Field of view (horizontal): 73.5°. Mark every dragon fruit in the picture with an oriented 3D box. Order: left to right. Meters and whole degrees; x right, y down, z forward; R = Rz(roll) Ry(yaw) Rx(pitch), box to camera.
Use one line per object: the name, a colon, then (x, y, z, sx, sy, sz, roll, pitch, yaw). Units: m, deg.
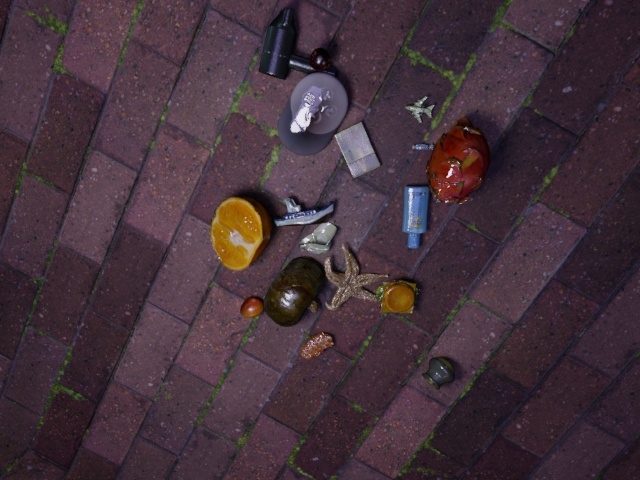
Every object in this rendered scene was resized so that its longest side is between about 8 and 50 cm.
dragon fruit: (0.515, -0.289, 1.599, 0.250, 0.315, 0.250, 10, 148, 7)

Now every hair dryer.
hair dryer: (-0.063, -0.724, 1.636, 0.303, 0.116, 0.244, 15, 107, -9)

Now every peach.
peach: (-0.312, 0.304, 1.935, 0.101, 0.100, 0.100, 2, 105, 7)

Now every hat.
hat: (0.001, -0.006, 1.835, 0.122, 0.081, 0.166, 39, 92, 36)

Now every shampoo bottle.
shampoo bottle: (0.389, -0.095, 1.757, 0.104, 0.061, 0.258, 2, 106, 8)

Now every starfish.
starfish: (0.148, 0.174, 1.863, 0.303, 0.060, 0.299, 13, 100, -10)

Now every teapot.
teapot: (0.526, 0.597, 1.895, 0.119, 0.130, 0.165, -40, 130, -14)

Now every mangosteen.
mangosteen: (0.001, -0.666, 1.580, 0.081, 0.081, 0.080, 2, 105, 7)

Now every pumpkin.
pumpkin: (-0.109, 0.251, 1.833, 0.242, 0.232, 0.325, 29, 110, -4)

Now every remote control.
remote control: (-0.031, -0.487, 1.672, 0.221, 0.103, 0.332, 27, 114, -14)

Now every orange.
orange: (-0.326, -0.040, 1.769, 0.274, 0.274, 0.310, 11, 149, 4)

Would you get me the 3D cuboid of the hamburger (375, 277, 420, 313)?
hamburger: (0.326, 0.233, 1.830, 0.190, 0.093, 0.164, 13, 104, -10)

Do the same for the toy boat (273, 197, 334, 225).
toy boat: (-0.072, -0.124, 1.782, 0.262, 0.114, 0.115, -3, 100, 8)

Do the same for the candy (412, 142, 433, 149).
candy: (0.406, -0.373, 1.701, 0.083, 0.020, 0.030, 6, 105, 8)

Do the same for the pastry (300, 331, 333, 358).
pastry: (-0.019, 0.475, 1.967, 0.169, 0.063, 0.087, -33, 108, 9)

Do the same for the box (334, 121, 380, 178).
box: (0.150, -0.364, 1.732, 0.121, 0.030, 0.193, -23, 100, 13)

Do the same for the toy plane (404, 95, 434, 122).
toy plane: (0.381, -0.508, 1.658, 0.111, 0.040, 0.102, 9, 116, 3)
